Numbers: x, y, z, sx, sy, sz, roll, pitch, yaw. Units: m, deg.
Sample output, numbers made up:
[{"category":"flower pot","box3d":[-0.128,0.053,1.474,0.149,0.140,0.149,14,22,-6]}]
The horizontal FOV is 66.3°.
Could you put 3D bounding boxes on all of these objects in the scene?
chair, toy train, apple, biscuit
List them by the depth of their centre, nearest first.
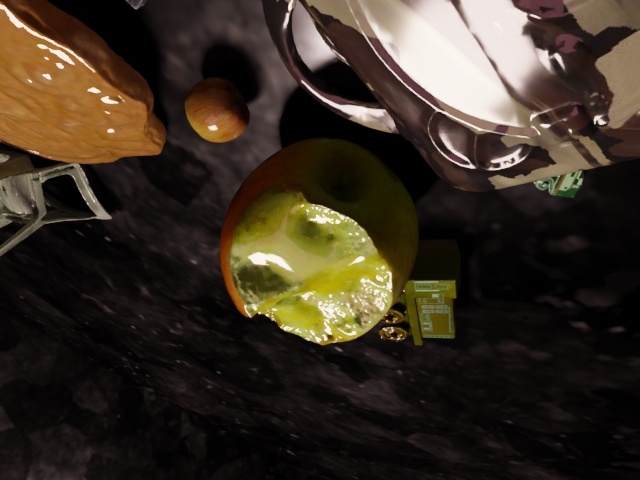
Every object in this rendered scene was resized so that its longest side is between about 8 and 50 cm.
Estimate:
[{"category":"toy train","box3d":[0.263,-0.085,0.528,0.053,0.033,0.083,10,143,9]},{"category":"apple","box3d":[0.000,0.000,0.604,0.246,0.246,0.226,30,142,-9]},{"category":"apple","box3d":[-0.129,-0.161,0.608,0.071,0.084,0.084,-24,129,12]},{"category":"biscuit","box3d":[-0.400,-0.197,0.626,0.364,0.062,0.385,3,162,21]},{"category":"toy train","box3d":[0.153,0.090,0.775,0.137,0.090,0.226,-2,143,16]},{"category":"chair","box3d":[-0.536,-0.068,0.866,0.203,0.274,0.191,11,122,29]}]

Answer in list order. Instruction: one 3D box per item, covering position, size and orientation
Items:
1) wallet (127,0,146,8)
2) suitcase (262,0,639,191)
[{"category":"wallet","box3d":[-0.172,-0.335,0.457,0.119,0.025,0.232,42,140,-23]},{"category":"suitcase","box3d":[0.105,-0.203,0.331,0.351,0.194,0.339,44,147,-25]}]
